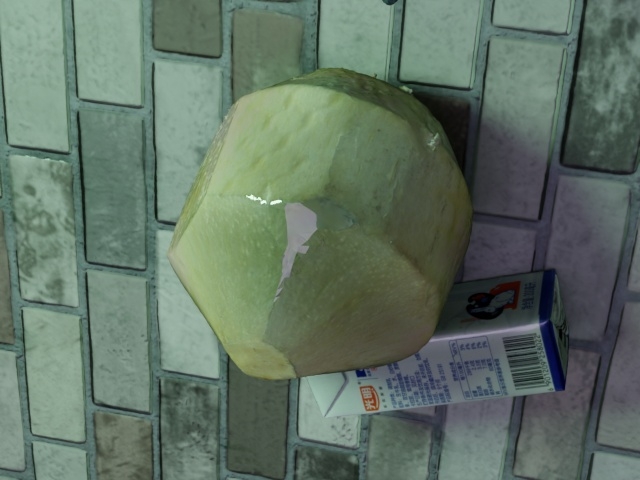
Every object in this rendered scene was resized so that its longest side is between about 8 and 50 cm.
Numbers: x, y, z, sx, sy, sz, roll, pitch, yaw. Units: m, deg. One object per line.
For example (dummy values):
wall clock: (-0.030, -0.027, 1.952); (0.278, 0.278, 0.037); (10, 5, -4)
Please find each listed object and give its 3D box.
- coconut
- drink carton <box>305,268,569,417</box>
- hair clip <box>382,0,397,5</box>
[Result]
coconut: (0.000, 0.000, 1.395); (0.352, 0.353, 0.353); (6, 119, 11)
drink carton: (0.143, 0.131, 1.552); (0.314, 0.130, 0.107); (-10, 114, 18)
hair clip: (0.056, -0.429, 1.189); (0.238, 0.392, 0.318); (-30, 108, 0)
